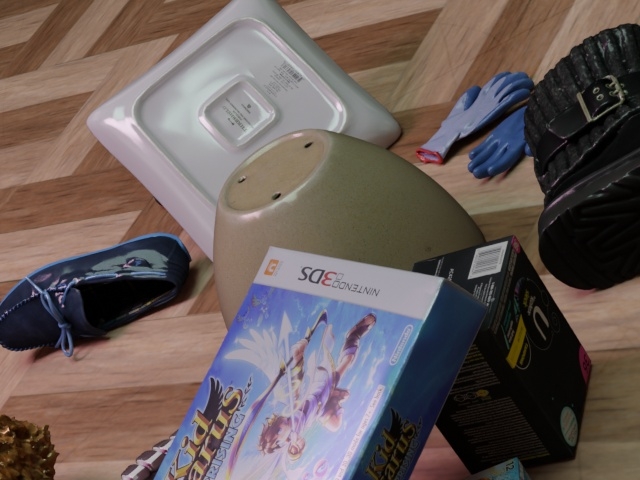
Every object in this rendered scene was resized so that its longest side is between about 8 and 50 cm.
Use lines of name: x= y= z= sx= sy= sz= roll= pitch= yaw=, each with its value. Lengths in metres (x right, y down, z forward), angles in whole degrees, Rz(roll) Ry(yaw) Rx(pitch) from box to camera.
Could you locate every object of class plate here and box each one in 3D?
plate: x=-0.093 y=-0.142 z=2.079 sx=0.278 sy=0.045 sz=0.277 roll=-40 pitch=71 yaw=-11

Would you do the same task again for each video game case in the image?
video game case: x=-0.014 y=0.144 z=1.437 sx=0.244 sy=0.061 sz=0.269 roll=9 pitch=69 yaw=55

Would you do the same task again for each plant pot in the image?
plant pot: x=0.000 y=0.000 z=1.790 sx=0.284 sy=0.191 sz=0.284 roll=-26 pitch=30 yaw=16

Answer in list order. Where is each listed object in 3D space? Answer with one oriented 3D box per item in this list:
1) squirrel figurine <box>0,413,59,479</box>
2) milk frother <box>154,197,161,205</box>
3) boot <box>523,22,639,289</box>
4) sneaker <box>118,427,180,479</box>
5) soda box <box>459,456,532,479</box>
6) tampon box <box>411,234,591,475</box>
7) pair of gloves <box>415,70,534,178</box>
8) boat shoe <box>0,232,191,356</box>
squirrel figurine: x=-0.435 y=0.267 z=1.680 sx=0.397 sy=0.281 sz=0.370 roll=-4 pitch=-3 yaw=1
milk frother: x=-0.181 y=-0.107 z=2.204 sx=0.143 sy=0.134 sz=0.129 roll=-23 pitch=29 yaw=20
boot: x=0.346 y=-0.118 z=1.667 sx=0.348 sy=0.131 sz=0.260 roll=-23 pitch=30 yaw=22
sneaker: x=-0.084 y=0.227 z=1.625 sx=0.162 sy=0.106 sz=0.281 roll=1 pitch=43 yaw=43
soda box: x=0.145 y=0.257 z=1.379 sx=0.063 sy=0.058 sz=0.183 roll=-24 pitch=31 yaw=18
tampon box: x=0.148 y=0.100 z=1.508 sx=0.101 sy=0.161 sz=0.120 roll=-16 pitch=35 yaw=30
pair of gloves: x=0.200 y=-0.130 z=1.956 sx=0.159 sy=0.023 sz=0.198 roll=-44 pitch=29 yaw=-13
boat shoe: x=-0.277 y=0.066 z=2.074 sx=0.258 sy=0.109 sz=0.089 roll=-28 pitch=32 yaw=16
